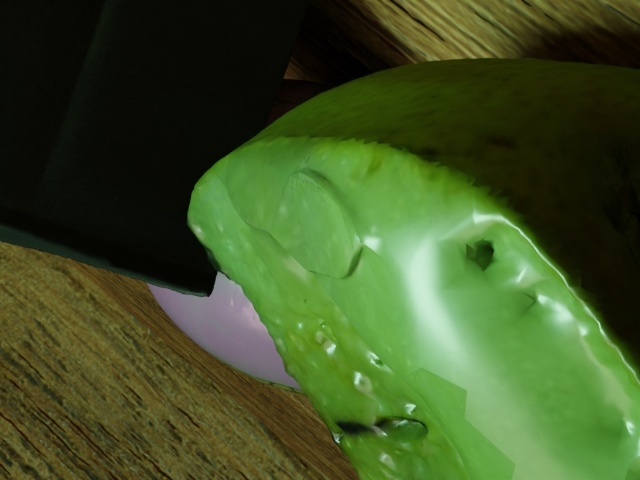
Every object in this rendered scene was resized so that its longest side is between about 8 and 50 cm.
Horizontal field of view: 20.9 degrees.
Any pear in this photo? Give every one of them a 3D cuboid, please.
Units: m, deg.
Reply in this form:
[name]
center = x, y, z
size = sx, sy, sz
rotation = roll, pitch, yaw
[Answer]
[pear]
center = 0.137, 0.044, 0.761
size = 0.342, 0.238, 0.318
rotation = 58, 155, 0

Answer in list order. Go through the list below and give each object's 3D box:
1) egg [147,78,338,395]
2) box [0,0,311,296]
[egg]
center = 0.000, 0.000, 1.073
size = 0.196, 0.196, 0.271
rotation = 49, 165, -30
[box]
center = -0.209, -0.116, 1.029
size = 0.251, 0.204, 0.345
rotation = 22, 174, -33
